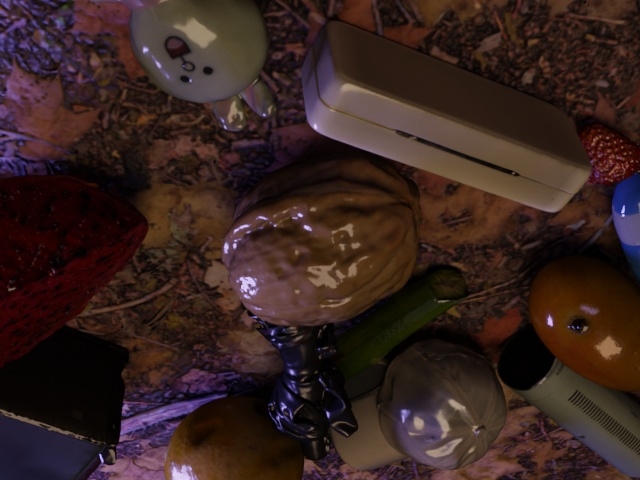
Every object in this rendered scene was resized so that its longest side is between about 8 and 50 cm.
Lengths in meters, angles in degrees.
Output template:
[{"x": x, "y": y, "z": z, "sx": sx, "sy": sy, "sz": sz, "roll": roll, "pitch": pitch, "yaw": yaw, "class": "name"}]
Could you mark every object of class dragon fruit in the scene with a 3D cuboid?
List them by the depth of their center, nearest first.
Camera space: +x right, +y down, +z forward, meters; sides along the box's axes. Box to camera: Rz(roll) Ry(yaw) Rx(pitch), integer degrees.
[{"x": -0.373, "y": 0.038, "z": 0.991, "sx": 0.317, "sy": 0.152, "sz": 0.205, "roll": -33, "pitch": 164, "yaw": -27, "class": "dragon fruit"}]

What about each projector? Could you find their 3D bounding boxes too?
[{"x": 0.405, "y": 0.249, "z": 1.291, "sx": 0.108, "sy": 0.108, "sz": 0.337, "roll": -37, "pitch": 125, "yaw": 24, "class": "projector"}]

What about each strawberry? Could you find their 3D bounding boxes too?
[{"x": 0.337, "y": -0.105, "z": 1.005, "sx": 0.073, "sy": 0.073, "sz": 0.083, "roll": -24, "pitch": 105, "yaw": 15, "class": "strawberry"}]

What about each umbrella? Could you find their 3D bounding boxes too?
[{"x": -0.019, "y": 0.174, "z": 1.134, "sx": 0.122, "sy": 0.110, "sz": 0.272, "roll": -6, "pitch": 112, "yaw": 4, "class": "umbrella"}]

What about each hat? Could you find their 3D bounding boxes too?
[{"x": 0.140, "y": 0.264, "z": 1.249, "sx": 0.275, "sy": 0.161, "sz": 0.232, "roll": -34, "pitch": 122, "yaw": 26, "class": "hat"}]

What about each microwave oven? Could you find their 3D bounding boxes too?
[{"x": -0.405, "y": 0.222, "z": 1.138, "sx": 0.247, "sy": 0.178, "sz": 0.188, "roll": 27, "pitch": 121, "yaw": -26, "class": "microwave oven"}]

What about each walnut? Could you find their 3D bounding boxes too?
[{"x": 0.000, "y": 0.000, "z": 0.976, "sx": 0.245, "sy": 0.198, "sz": 0.198, "roll": -15, "pitch": 131, "yaw": 17, "class": "walnut"}]

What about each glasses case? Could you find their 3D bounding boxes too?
[{"x": 0.135, "y": -0.131, "z": 0.916, "sx": 0.313, "sy": 0.131, "sz": 0.070, "roll": 16, "pitch": 128, "yaw": -20, "class": "glasses case"}]

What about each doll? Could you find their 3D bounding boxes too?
[{"x": -0.133, "y": -0.226, "z": 0.826, "sx": 0.155, "sy": 0.113, "sz": 0.275, "roll": -20, "pitch": 138, "yaw": 23, "class": "doll"}]

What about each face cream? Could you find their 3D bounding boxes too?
[{"x": 0.453, "y": -0.006, "z": 1.082, "sx": 0.149, "sy": 0.083, "sz": 0.264, "roll": -47, "pitch": 124, "yaw": 1, "class": "face cream"}]

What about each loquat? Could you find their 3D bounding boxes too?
[{"x": -0.127, "y": 0.328, "z": 1.245, "sx": 0.213, "sy": 0.213, "sz": 0.213, "roll": -3, "pitch": 131, "yaw": -3, "class": "loquat"}]

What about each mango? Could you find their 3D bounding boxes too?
[{"x": 0.382, "y": 0.118, "z": 1.128, "sx": 0.254, "sy": 0.175, "sz": 0.139, "roll": 31, "pitch": 121, "yaw": -29, "class": "mango"}]

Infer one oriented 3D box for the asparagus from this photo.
[{"x": 0.083, "y": 0.126, "z": 1.179, "sx": 0.278, "sy": 0.060, "sz": 0.067, "roll": -41, "pitch": 88, "yaw": 26, "class": "asparagus"}]
